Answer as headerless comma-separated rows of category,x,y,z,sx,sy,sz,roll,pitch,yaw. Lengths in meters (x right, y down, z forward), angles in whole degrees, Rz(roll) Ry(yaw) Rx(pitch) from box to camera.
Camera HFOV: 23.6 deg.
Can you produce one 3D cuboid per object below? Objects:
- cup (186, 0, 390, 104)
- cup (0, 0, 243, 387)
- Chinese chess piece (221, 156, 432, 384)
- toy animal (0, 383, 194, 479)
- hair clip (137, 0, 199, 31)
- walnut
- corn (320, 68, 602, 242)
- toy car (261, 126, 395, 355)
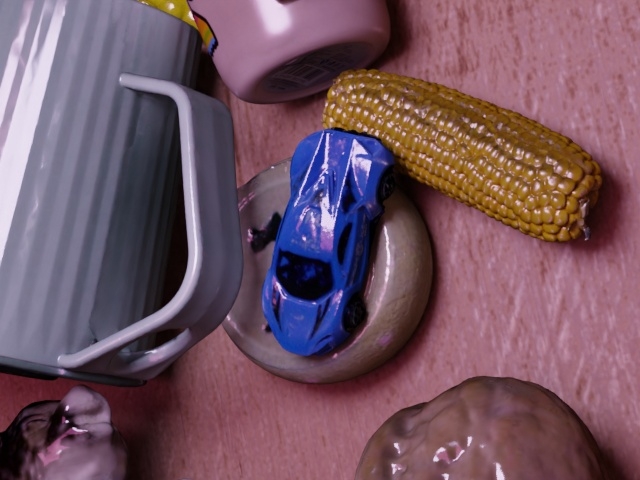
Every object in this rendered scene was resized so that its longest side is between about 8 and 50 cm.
cup,-0.039,-0.260,1.470,0.192,0.253,0.200,-19,77,-4
cup,-0.248,-0.042,1.555,0.401,0.310,0.392,13,88,7
Chinese chess piece,-0.004,0.024,1.508,0.238,0.092,0.237,-4,82,30
toy animal,-0.273,0.288,1.550,0.303,0.194,0.344,42,127,44
hair clip,-0.172,-0.266,1.618,0.173,0.046,0.072,25,54,-3
walnut,0.141,0.240,1.327,0.248,0.248,0.248,-3,83,29
corn,0.139,-0.086,1.436,0.310,0.101,0.101,29,99,32
toy car,0.000,0.000,1.420,0.103,0.063,0.216,15,90,27
